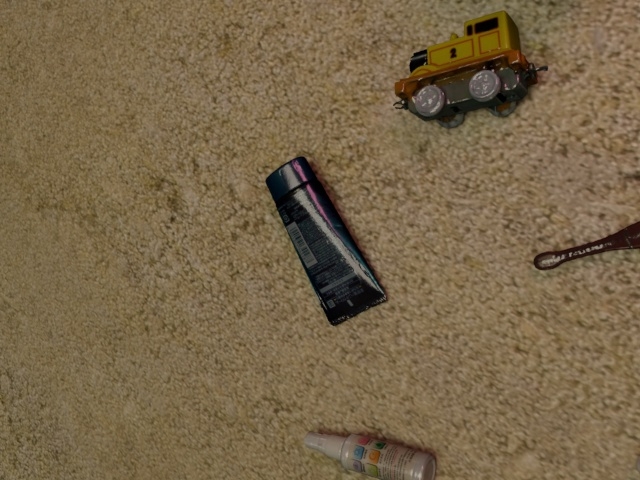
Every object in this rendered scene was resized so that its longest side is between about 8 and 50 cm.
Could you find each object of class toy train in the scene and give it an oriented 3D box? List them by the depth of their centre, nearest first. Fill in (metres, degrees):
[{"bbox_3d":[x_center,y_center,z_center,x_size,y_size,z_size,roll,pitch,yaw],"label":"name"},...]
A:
[{"bbox_3d":[0.199,-0.232,0.892,0.220,0.089,0.127,-8,78,33],"label":"toy train"}]

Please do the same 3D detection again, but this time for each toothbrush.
[{"bbox_3d":[0.435,-0.020,0.779,0.364,0.041,0.040,-21,81,32],"label":"toothbrush"}]

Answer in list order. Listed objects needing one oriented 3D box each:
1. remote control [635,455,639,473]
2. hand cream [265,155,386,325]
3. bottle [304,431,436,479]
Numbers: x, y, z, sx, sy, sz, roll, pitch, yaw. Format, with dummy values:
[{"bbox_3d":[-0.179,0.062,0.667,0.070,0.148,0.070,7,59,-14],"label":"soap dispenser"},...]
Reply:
[{"bbox_3d":[0.528,0.319,0.728,0.313,0.055,0.109,33,109,26],"label":"remote control"},{"bbox_3d":[0.000,0.000,1.051,0.120,0.061,0.270,-31,81,31],"label":"hand cream"},{"bbox_3d":[0.071,0.338,1.018,0.217,0.060,0.060,6,96,31],"label":"bottle"}]
